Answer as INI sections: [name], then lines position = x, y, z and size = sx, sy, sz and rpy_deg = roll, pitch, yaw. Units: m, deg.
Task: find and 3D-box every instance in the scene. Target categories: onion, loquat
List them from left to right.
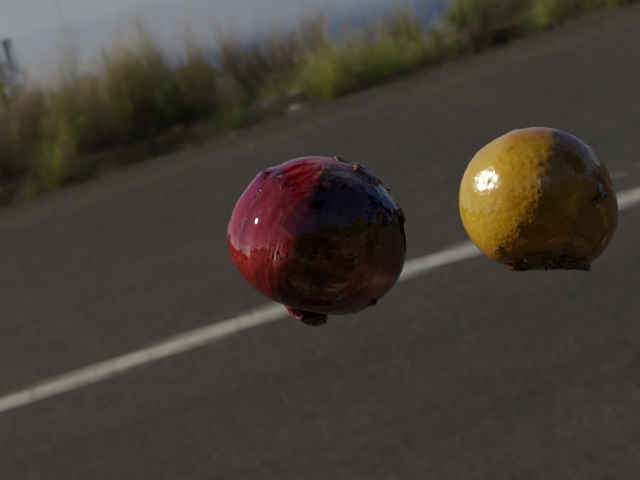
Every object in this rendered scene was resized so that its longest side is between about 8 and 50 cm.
[onion]
position = 0.000, 0.000, 1.170
size = 0.131, 0.131, 0.131
rpy_deg = -15, 8, 2
[loquat]
position = 0.196, -0.036, 1.454
size = 0.141, 0.141, 0.141
rpy_deg = -15, 8, 2
